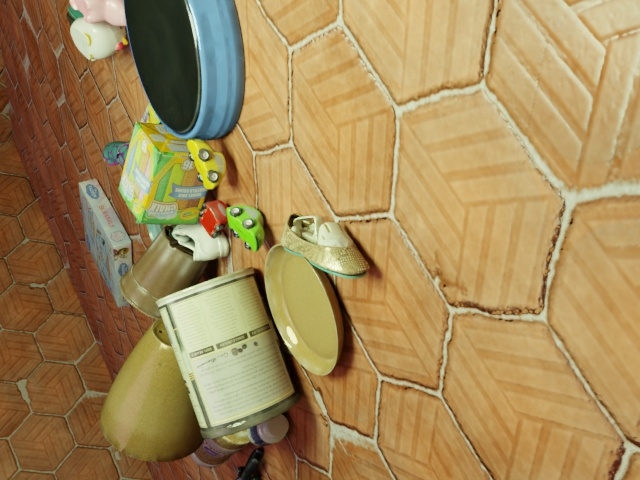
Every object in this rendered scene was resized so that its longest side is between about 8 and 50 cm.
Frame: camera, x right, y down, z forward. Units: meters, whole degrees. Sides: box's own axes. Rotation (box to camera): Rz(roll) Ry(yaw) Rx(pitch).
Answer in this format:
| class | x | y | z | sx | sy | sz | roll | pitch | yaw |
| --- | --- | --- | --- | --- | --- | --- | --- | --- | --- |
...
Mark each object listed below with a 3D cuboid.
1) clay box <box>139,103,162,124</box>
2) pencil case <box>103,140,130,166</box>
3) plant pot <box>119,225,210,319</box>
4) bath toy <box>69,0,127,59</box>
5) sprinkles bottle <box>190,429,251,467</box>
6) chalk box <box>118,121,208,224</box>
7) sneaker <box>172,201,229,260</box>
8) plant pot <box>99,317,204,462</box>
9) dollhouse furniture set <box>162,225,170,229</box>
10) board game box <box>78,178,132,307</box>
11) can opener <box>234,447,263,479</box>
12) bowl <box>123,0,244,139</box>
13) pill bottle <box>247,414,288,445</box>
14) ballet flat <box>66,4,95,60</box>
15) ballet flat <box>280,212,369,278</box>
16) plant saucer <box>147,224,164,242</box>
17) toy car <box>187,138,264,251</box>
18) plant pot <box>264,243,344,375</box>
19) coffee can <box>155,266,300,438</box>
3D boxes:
| class | x | y | z | sx | sy | sz | roll | pitch | yaw |
| --- | --- | --- | --- | --- | --- | --- | --- | --- | --- |
| clay box | -0.359 | -0.224 | 1.528 | 0.222 | 0.053 | 0.127 | -27 | 82 | 60 |
| pencil case | -0.536 | -0.231 | 1.824 | 0.152 | 0.064 | 0.070 | 16 | 95 | 58 |
| plant pot | -0.334 | 0.064 | 1.514 | 0.165 | 0.167 | 0.167 | -54 | 53 | 18 |
| bath toy | -0.443 | -0.518 | 1.425 | 0.151 | 0.129 | 0.348 | 48 | 148 | 8 |
| sprinkles bottle | -0.236 | 0.468 | 1.657 | 0.121 | 0.121 | 0.355 | 63 | 150 | 15 |
| chalk box | -0.317 | -0.114 | 1.377 | 0.132 | 0.132 | 0.213 | 47 | 127 | 38 |
| sneaker | -0.283 | -0.034 | 1.464 | 0.212 | 0.094 | 0.080 | 48 | 146 | 37 |
| plant pot | -0.331 | 0.300 | 1.467 | 0.237 | 0.237 | 0.254 | 43 | 122 | 41 |
| dollhouse furniture set | -0.341 | 0.046 | 1.687 | 0.144 | 0.123 | 0.151 | 9 | 80 | 58 |
| board game box | -0.723 | 0.010 | 2.302 | 0.318 | 0.066 | 0.318 | 53 | 147 | 30 |
| can opener | -0.170 | 0.562 | 1.683 | 0.059 | 0.073 | 0.186 | -81 | 7 | -45 |
| bowl | -0.264 | -0.372 | 1.245 | 0.391 | 0.077 | 0.391 | 38 | 137 | 46 |
| pill bottle | -0.110 | 0.401 | 1.449 | 0.067 | 0.067 | 0.120 | 65 | 152 | 11 |
| ballet flat | -0.564 | -0.511 | 1.691 | 0.280 | 0.095 | 0.096 | -125 | 21 | -47 |
| ballet flat | 0.000 | 0.000 | 1.013 | 0.206 | 0.073 | 0.067 | 20 | 113 | 52 |
| plant saucer | -0.435 | -0.026 | 1.815 | 0.119 | 0.021 | 0.119 | 40 | 139 | 45 |
| toy car | -0.164 | -0.060 | 1.274 | 0.225 | 0.053 | 0.239 | 42 | 149 | 35 |
| plant pot | -0.025 | 0.115 | 1.164 | 0.236 | 0.032 | 0.236 | 37 | 136 | 46 |
| coffee can | -0.178 | 0.213 | 1.314 | 0.201 | 0.201 | 0.275 | -24 | 86 | 62 |
